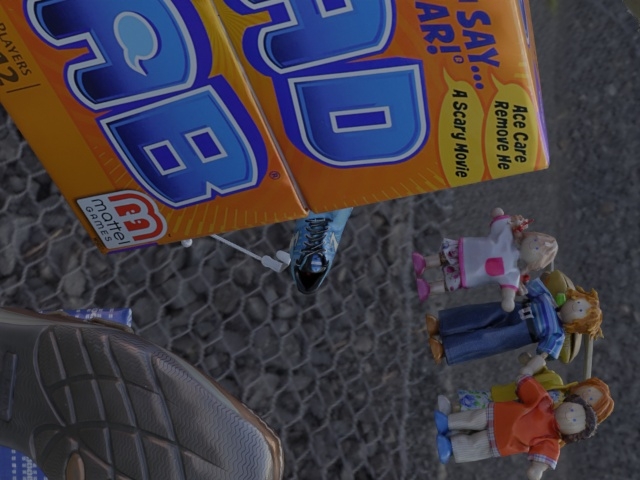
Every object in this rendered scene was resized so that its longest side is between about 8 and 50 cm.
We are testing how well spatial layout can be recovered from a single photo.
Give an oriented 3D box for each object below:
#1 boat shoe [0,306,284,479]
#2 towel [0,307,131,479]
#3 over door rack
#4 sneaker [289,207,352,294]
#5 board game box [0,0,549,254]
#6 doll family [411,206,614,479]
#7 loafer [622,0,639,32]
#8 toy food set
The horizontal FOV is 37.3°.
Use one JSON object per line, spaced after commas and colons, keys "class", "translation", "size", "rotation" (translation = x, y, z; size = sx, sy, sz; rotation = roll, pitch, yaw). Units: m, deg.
{"class": "boat shoe", "translation": [-0.149, 0.107, 0.662], "size": [0.116, 0.324, 0.123], "rotation": [4, 101, -57]}
{"class": "towel", "translation": [-0.327, 0.192, 0.918], "size": [0.040, 0.336, 0.243], "rotation": [0, 86, -75]}
{"class": "over door rack", "translation": [-0.176, -0.089, 1.852], "size": [0.324, 0.108, 0.239], "rotation": [21, 64, 0]}
{"class": "sneaker", "translation": [0.000, 0.000, 1.029], "size": [0.063, 0.162, 0.073], "rotation": [5, 50, -3]}
{"class": "board game box", "translation": [-0.048, -0.261, 0.715], "size": [0.356, 0.356, 0.356], "rotation": [-83, 156, -46]}
{"class": "doll family", "translation": [0.186, 0.105, 0.887], "size": [0.118, 0.163, 0.263], "rotation": [60, 21, -58]}
{"class": "loafer", "translation": [0.407, -0.236, 1.026], "size": [0.102, 0.092, 0.268], "rotation": [-40, 104, -5]}
{"class": "toy food set", "translation": [0.309, 0.098, 1.249], "size": [0.039, 0.192, 0.132], "rotation": [-4, 110, -2]}
